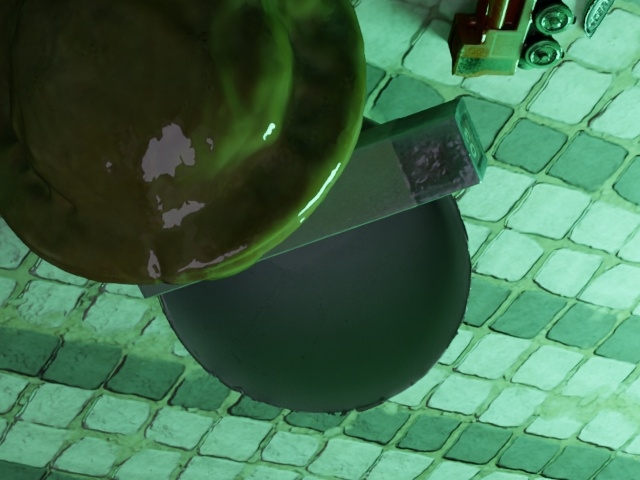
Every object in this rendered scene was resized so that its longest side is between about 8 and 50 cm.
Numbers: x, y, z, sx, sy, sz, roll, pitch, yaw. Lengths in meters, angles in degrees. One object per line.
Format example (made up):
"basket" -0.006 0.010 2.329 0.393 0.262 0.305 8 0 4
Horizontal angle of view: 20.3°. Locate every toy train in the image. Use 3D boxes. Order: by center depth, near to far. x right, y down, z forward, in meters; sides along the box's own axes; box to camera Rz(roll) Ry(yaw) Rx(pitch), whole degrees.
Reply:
"toy train" 0.199 -0.242 1.816 0.118 0.074 0.176 0 138 -10

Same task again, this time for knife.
"knife" 0.317 -0.288 1.837 0.028 0.015 0.210 5 135 -27

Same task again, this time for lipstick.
"lipstick" -0.020 -0.041 1.788 0.371 0.076 0.080 -20 106 17

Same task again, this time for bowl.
"bowl" 0.000 0.000 1.922 0.345 0.157 0.346 3 109 9

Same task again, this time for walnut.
"walnut" -0.140 -0.146 1.609 0.383 0.384 0.384 -7 137 -7
